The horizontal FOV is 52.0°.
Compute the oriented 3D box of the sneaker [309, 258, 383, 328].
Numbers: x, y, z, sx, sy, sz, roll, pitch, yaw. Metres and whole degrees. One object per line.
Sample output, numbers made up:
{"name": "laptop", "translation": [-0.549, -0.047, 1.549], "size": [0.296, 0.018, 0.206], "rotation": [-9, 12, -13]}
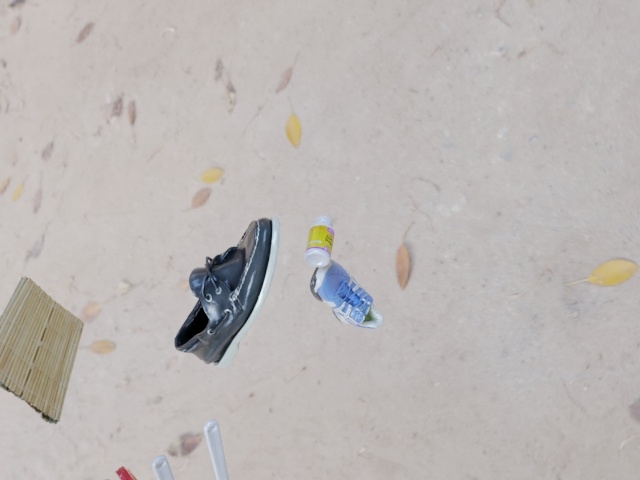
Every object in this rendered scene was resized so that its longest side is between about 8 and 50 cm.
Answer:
{"name": "sneaker", "translation": [0.051, 0.097, 1.180], "size": [0.081, 0.211, 0.080], "rotation": [19, 74, 35]}

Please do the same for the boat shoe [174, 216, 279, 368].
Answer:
{"name": "boat shoe", "translation": [-0.159, 0.083, 1.047], "size": [0.340, 0.113, 0.127], "rotation": [121, 157, -45]}

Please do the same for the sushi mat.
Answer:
{"name": "sushi mat", "translation": [-0.478, 0.174, 1.108], "size": [0.019, 0.151, 0.316], "rotation": [-38, 24, 5]}

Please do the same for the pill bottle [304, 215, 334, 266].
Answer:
{"name": "pill bottle", "translation": [0.000, 0.000, 1.083], "size": [0.043, 0.043, 0.083], "rotation": [-14, 46, 27]}

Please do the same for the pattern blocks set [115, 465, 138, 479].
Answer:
{"name": "pattern blocks set", "translation": [-0.304, 0.567, 1.311], "size": [0.026, 0.325, 0.285], "rotation": [-38, 76, -23]}

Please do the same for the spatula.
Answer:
{"name": "spatula", "translation": [-0.161, 0.302, 0.746], "size": [0.019, 0.168, 0.242], "rotation": [42, 146, 40]}
